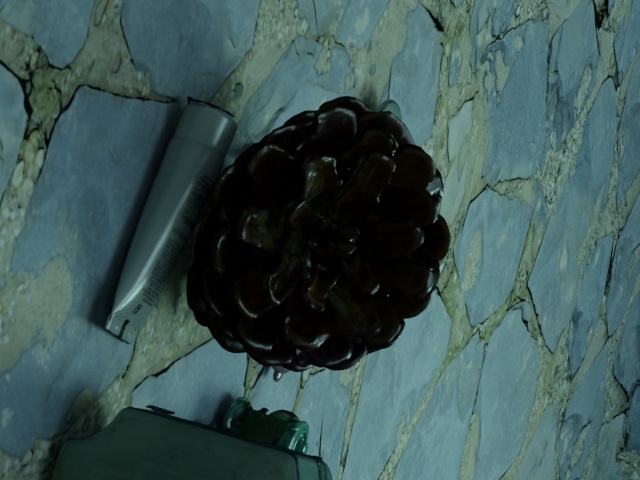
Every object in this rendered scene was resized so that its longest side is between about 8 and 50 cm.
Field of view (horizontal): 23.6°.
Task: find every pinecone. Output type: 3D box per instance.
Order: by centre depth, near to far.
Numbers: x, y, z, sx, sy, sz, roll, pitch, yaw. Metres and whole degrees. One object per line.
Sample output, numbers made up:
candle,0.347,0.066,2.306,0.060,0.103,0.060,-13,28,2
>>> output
pinecone,0.005,0.004,1.551,0.298,0.242,0.296,-49,180,-1

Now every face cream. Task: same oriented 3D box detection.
face cream,-0.149,-0.018,1.496,0.092,0.058,0.244,57,54,-73

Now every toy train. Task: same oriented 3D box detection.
toy train,-0.088,0.272,1.744,0.198,0.107,0.154,-37,143,-58

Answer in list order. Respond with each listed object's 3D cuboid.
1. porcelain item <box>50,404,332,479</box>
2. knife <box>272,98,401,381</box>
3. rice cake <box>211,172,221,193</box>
porcelain item,-0.124,0.311,1.434,0.157,0.281,0.286,38,65,-67
knife,0.018,-0.006,1.925,0.399,0.038,0.132,-63,153,-28
rice cake,-0.105,-0.054,1.617,0.022,0.021,0.121,-59,155,-15
